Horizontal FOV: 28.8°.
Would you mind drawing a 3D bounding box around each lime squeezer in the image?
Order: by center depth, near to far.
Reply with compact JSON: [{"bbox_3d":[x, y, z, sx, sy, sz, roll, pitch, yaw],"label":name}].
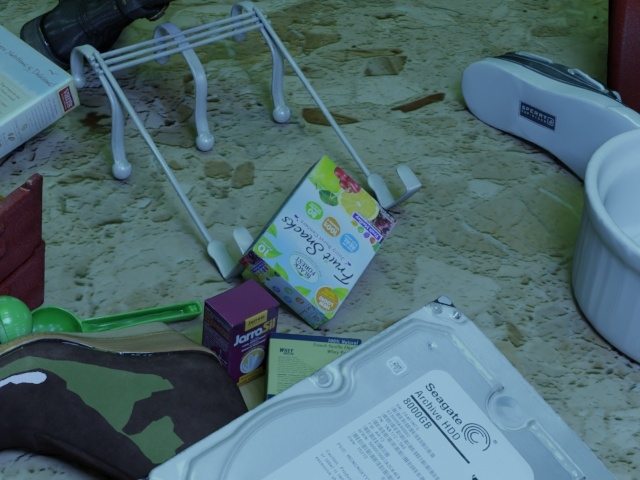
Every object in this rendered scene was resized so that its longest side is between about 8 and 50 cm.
[{"bbox_3d":[-0.231,0.069,1.051,0.109,0.310,0.059,-17,71,27],"label":"lime squeezer"}]

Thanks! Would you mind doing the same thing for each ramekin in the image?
[{"bbox_3d":[0.382,0.016,1.224,0.277,0.135,0.277,5,39,-4],"label":"ramekin"}]

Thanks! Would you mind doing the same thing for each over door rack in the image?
[{"bbox_3d":[-0.091,-0.106,1.334,0.239,0.108,0.324,-24,62,-33],"label":"over door rack"}]

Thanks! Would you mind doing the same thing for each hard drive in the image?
[{"bbox_3d":[0.052,0.202,0.941,0.339,0.064,0.237,-26,66,-37],"label":"hard drive"}]

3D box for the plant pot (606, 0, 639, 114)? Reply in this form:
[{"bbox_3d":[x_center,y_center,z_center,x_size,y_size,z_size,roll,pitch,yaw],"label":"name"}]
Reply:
[{"bbox_3d":[0.469,-0.270,1.518,0.267,0.236,0.267,12,38,5],"label":"plant pot"}]

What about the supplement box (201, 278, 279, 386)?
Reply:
[{"bbox_3d":[-0.072,0.084,1.100,0.055,0.083,0.043,-24,48,-33],"label":"supplement box"}]

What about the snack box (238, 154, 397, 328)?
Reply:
[{"bbox_3d":[0.000,0.000,1.197,0.100,0.037,0.141,41,55,-7],"label":"snack box"}]

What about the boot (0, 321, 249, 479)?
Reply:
[{"bbox_3d":[-0.165,0.156,0.986,0.248,0.090,0.207,-17,42,-33],"label":"boot"}]

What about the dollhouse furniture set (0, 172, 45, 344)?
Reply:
[{"bbox_3d":[-0.408,0.063,1.011,0.201,0.152,0.374,20,40,15],"label":"dollhouse furniture set"}]

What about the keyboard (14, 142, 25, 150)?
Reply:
[{"bbox_3d":[-0.409,-0.137,1.370,0.180,0.023,0.108,5,45,-4],"label":"keyboard"}]

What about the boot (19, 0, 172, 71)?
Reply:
[{"bbox_3d":[-0.202,-0.282,1.422,0.229,0.091,0.263,-23,20,22],"label":"boot"}]

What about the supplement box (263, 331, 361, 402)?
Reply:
[{"bbox_3d":[-0.007,0.130,1.075,0.083,0.056,0.083,5,39,-5],"label":"supplement box"}]

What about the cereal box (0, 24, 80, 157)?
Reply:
[{"bbox_3d":[-0.397,-0.133,1.300,0.240,0.047,0.173,-38,57,-26],"label":"cereal box"}]

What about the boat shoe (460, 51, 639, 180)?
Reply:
[{"bbox_3d":[0.306,-0.142,1.442,0.102,0.108,0.301,-28,43,-35],"label":"boat shoe"}]
